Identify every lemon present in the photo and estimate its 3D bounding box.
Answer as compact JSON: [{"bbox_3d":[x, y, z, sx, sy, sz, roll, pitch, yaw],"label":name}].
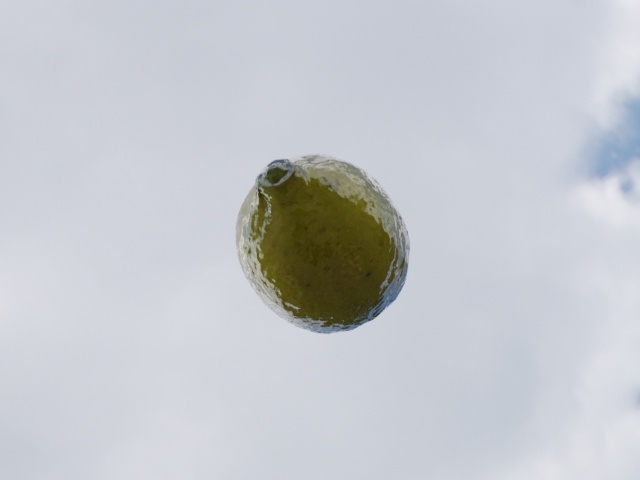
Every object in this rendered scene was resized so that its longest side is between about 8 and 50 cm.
[{"bbox_3d":[0.000,0.000,0.586,0.062,0.062,0.083,-28,-45,6],"label":"lemon"}]
